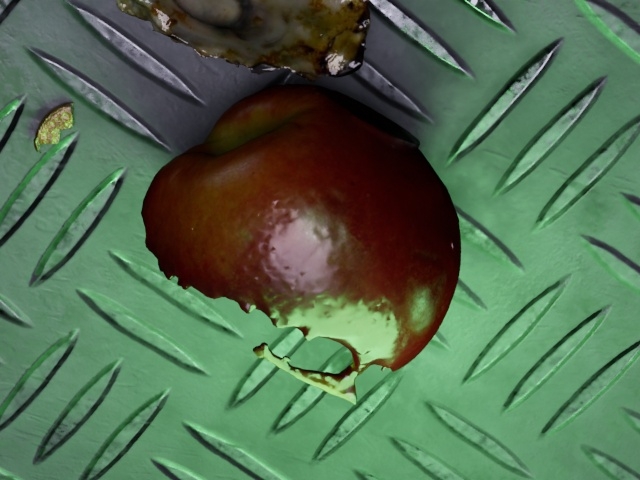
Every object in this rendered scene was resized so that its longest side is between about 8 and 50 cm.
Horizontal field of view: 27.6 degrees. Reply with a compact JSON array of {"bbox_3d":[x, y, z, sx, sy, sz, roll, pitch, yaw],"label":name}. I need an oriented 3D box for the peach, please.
[{"bbox_3d":[-0.002,-0.021,1.615,0.406,0.335,0.310,32,99,-16],"label":"peach"}]

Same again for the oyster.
[{"bbox_3d":[-0.116,-0.297,1.594,0.361,0.096,0.221,-1,82,-5],"label":"oyster"}]

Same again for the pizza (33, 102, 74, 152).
[{"bbox_3d":[-0.351,-0.150,1.720,0.037,0.016,0.083,38,106,-16],"label":"pizza"}]
